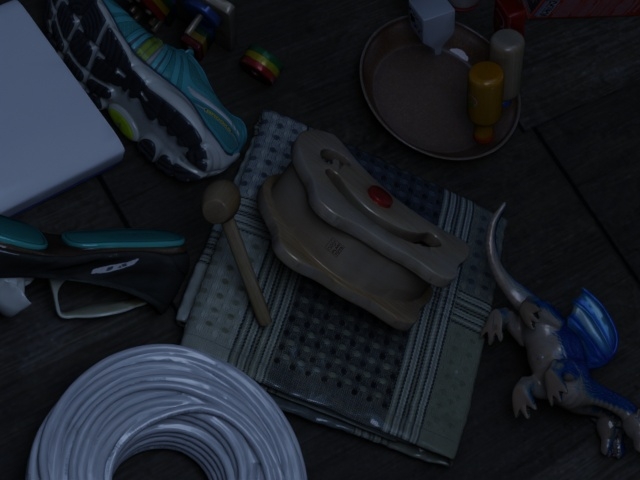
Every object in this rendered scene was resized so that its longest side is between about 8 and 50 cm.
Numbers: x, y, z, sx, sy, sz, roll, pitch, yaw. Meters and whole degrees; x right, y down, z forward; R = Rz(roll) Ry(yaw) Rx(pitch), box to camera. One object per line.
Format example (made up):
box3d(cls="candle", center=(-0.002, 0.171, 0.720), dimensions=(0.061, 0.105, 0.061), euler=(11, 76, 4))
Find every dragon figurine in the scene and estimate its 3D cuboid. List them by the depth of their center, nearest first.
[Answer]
box3d(cls="dragon figurine", center=(0.252, 0.104, 1.356), dimensions=(0.144, 0.085, 0.289), euler=(-3, 64, -44))

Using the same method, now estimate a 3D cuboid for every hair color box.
box3d(cls="hair color box", center=(0.333, -0.334, 1.642), dimensions=(0.167, 0.053, 0.093), euler=(-4, 67, -22))

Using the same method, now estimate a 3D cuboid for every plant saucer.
box3d(cls="plant saucer", center=(0.135, -0.172, 1.501), dimensions=(0.199, 0.036, 0.198), euler=(8, 62, -15))

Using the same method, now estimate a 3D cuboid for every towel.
box3d(cls="towel", center=(0.029, 0.049, 1.351), dimensions=(0.312, 0.056, 0.324), euler=(24, 57, -9))

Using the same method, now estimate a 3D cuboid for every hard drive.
box3d(cls="hard drive", center=(-0.386, -0.098, 1.283), dimensions=(0.319, 0.040, 0.210), euler=(-30, 77, -29))

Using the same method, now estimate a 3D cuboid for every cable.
box3d(cls="cable", center=(-0.137, 0.226, 1.173), dimensions=(0.257, 0.089, 0.257), euler=(19, 59, -7))

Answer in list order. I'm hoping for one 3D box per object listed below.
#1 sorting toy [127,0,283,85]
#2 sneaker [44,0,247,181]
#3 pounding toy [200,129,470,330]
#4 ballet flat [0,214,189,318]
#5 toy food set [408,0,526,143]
box3d(cls="sorting toy", center=(-0.166, -0.254, 1.393), dimensions=(0.275, 0.132, 0.046), euler=(33, 81, 2))
box3d(cls="sneaker", center=(-0.189, -0.177, 1.375), dimensions=(0.275, 0.107, 0.110), euler=(49, 40, 4))
box3d(cls="pounding toy", center=(0.000, 0.000, 1.292), dimensions=(0.270, 0.155, 0.154), euler=(31, 27, -16))
box3d(cls="ballet flat", center=(-0.260, 0.027, 1.225), dimensions=(0.281, 0.095, 0.096), euler=(8, 101, -21))
box3d(cls="toy food set", center=(0.170, -0.228, 1.484), dimensions=(0.111, 0.104, 0.232), euler=(-21, 53, -13))
